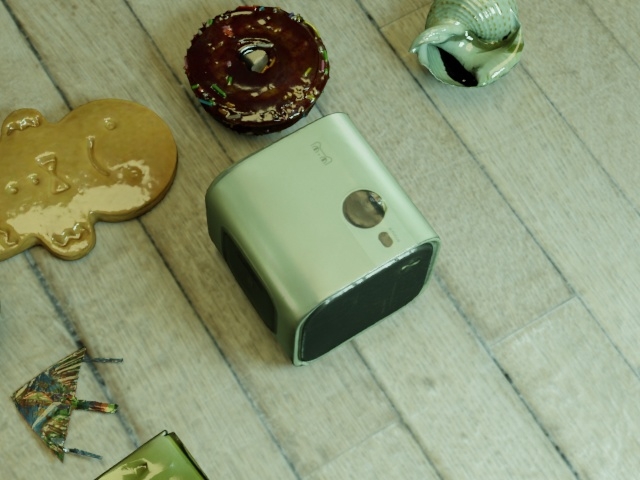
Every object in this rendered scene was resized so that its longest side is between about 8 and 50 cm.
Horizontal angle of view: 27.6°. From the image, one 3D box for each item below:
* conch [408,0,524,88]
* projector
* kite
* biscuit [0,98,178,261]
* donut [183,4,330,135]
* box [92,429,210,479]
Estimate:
[{"bbox_3d":[0.238,-0.335,2.130,0.200,0.131,0.172,-27,97,2],"label":"conch"},{"bbox_3d":[0.000,0.000,1.893,0.249,0.248,0.249,-30,70,-15],"label":"projector"},{"bbox_3d":[-0.373,0.237,1.895,0.160,0.010,0.182,6,62,3],"label":"kite"},{"bbox_3d":[-0.395,-0.102,2.028,0.355,0.052,0.275,-20,68,-11],"label":"biscuit"},{"bbox_3d":[-0.102,-0.272,2.102,0.235,0.089,0.235,1,66,-2],"label":"donut"},{"bbox_3d":[-0.117,0.459,1.580,0.138,0.420,0.373,-35,71,-16],"label":"box"}]
